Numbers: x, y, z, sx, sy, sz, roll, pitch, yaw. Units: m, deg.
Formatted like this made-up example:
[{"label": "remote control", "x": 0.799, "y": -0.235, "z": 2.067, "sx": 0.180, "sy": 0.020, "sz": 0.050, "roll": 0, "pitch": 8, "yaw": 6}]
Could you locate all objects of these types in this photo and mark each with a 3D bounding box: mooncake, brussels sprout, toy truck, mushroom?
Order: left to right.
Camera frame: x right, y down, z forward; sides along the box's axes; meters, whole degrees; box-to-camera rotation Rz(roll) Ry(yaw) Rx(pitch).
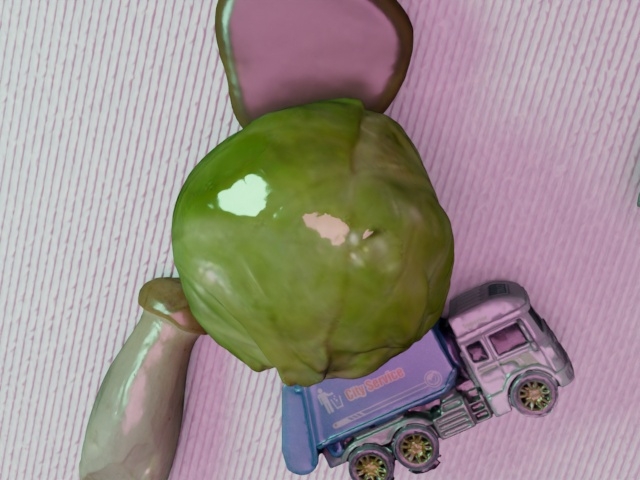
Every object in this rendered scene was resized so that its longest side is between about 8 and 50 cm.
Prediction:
[{"label": "mushroom", "x": -0.230, "y": 0.213, "z": 1.264, "sx": 0.128, "sy": 0.128, "sz": 0.350, "roll": 22, "pitch": 100, "yaw": -1}, {"label": "mooncake", "x": -0.004, "y": -0.223, "z": 1.134, "sx": 0.235, "sy": 0.117, "sz": 0.234, "roll": 0, "pitch": 105, "yaw": 2}, {"label": "brussels sprout", "x": 0.000, "y": 0.000, "z": 1.061, "sx": 0.328, "sy": 0.247, "sz": 0.328, "roll": 11, "pitch": 137, "yaw": 11}, {"label": "toy truck", "x": 0.120, "y": 0.181, "z": 1.211, "sx": 0.367, "sy": 0.146, "sz": 0.175, "roll": -26, "pitch": 96, "yaw": 11}]

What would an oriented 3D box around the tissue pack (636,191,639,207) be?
[{"label": "tissue pack", "x": 0.548, "y": -0.177, "z": 1.053, "sx": 0.287, "sy": 0.162, "sz": 0.388, "roll": 10, "pitch": 106, "yaw": -15}]
